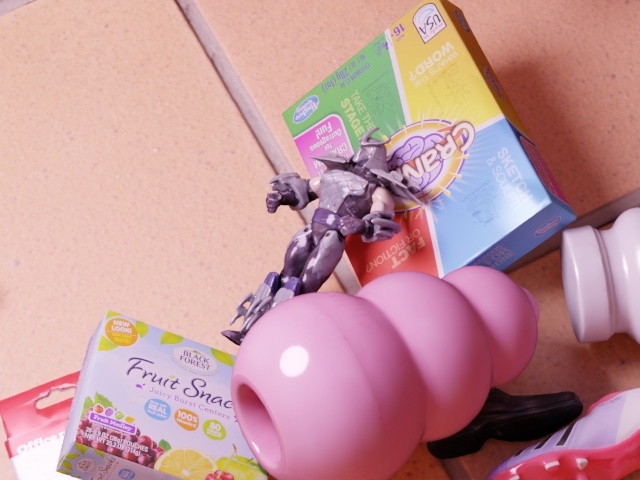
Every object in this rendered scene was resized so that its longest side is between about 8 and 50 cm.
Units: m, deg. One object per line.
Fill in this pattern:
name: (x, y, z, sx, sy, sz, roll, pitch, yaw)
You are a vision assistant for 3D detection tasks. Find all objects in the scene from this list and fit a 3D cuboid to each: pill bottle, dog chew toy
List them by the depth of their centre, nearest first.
dog chew toy: (0.079, 0.124, 1.590, 0.331, 0.207, 0.207, -22, 58, -23)
pill bottle: (0.397, 0.032, 1.675, 0.264, 0.153, 0.153, -7, 58, 2)

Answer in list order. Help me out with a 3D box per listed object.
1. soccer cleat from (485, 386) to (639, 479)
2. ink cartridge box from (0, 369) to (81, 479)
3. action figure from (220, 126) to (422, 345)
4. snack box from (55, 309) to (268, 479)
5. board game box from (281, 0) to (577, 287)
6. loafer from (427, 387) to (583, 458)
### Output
soccer cleat: (0.282, 0.213, 1.633, 0.248, 0.083, 0.095, -23, 30, -2)
ink cartridge box: (-0.245, 0.258, 1.652, 0.134, 0.078, 0.231, -20, 59, -7)
action figure: (0.000, 0.000, 1.707, 0.185, 0.099, 0.285, 17, 76, 56)
snack box: (-0.153, 0.186, 1.624, 0.207, 0.070, 0.175, 23, 45, -15)
board game box: (0.114, -0.087, 1.765, 0.242, 0.064, 0.317, -38, 57, 20)
loafer: (0.192, 0.180, 1.664, 0.170, 0.062, 0.061, -11, 54, -2)
